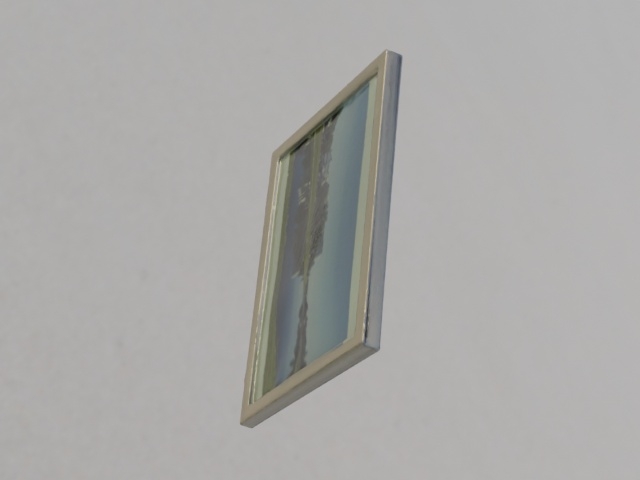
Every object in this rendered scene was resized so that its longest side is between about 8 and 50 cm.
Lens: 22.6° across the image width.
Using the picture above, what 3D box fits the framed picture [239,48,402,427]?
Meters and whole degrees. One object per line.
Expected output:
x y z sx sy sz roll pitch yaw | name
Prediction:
0.000 0.000 0.718 0.011 0.109 0.149 20 57 -23 | framed picture
